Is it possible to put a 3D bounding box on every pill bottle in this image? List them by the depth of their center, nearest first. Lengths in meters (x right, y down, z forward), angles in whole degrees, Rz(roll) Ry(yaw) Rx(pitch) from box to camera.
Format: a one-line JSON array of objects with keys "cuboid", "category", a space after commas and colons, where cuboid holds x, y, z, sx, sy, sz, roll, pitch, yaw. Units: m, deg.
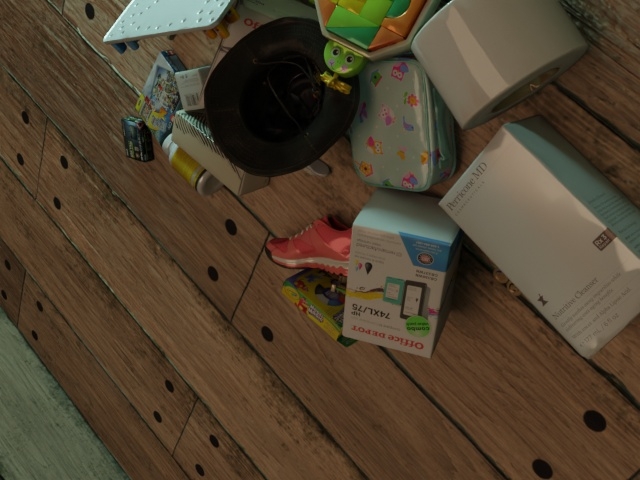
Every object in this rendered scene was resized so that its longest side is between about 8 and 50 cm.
[{"cuboid": [-0.340, -0.211, 2.116, 0.184, 0.103, 0.103, 43, 133, 22], "category": "pill bottle"}]

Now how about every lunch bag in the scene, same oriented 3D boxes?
[{"cuboid": [0.169, -0.237, 1.594, 0.224, 0.108, 0.279, 10, 116, 41], "category": "lunch bag"}]

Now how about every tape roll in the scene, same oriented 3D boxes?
[{"cuboid": [0.298, -0.320, 1.323, 0.246, 0.246, 0.169, -39, 80, 47], "category": "tape roll"}]

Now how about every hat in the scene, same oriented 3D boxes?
[{"cuboid": [-0.069, -0.287, 1.630, 0.331, 0.134, 0.331, 0, 90, 14], "category": "hat"}]

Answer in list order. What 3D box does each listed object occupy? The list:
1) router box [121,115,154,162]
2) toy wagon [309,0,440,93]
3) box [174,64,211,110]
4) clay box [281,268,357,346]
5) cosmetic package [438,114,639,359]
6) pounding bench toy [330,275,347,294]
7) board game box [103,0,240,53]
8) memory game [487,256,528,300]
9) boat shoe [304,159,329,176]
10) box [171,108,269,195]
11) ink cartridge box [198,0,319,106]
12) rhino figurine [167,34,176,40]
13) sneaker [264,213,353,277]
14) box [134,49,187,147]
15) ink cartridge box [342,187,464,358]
[{"cuboid": [-0.539, -0.298, 2.321, 0.092, 0.038, 0.122, 19, 121, 39], "category": "router box"}, {"cuboid": [0.102, -0.440, 1.479, 0.267, 0.068, 0.344, 32, 97, 20], "category": "toy wagon"}, {"cuboid": [-0.297, -0.389, 2.000, 0.101, 0.087, 0.101, 2, 109, 44], "category": "box"}, {"cuboid": [0.029, 0.153, 1.903, 0.222, 0.127, 0.053, 38, 132, 25], "category": "clay box"}, {"cuboid": [0.426, -0.016, 1.400, 0.385, 0.156, 0.217, 46, 129, 17], "category": "cosmetic package"}, {"cuboid": [0.072, 0.114, 1.873, 0.065, 0.083, 0.052, 32, 128, 32], "category": "pounding bench toy"}, {"cuboid": [-0.243, -0.563, 1.687, 0.390, 0.390, 0.050, 7, 149, 43], "category": "board game box"}, {"cuboid": [0.409, 0.037, 1.553, 0.186, 0.012, 0.186, 21, 122, 38], "category": "memory game"}, {"cuboid": [-0.017, -0.171, 1.870, 0.100, 0.035, 0.035, 28, 154, 29], "category": "boat shoe"}, {"cuboid": [-0.252, -0.234, 2.014, 0.275, 0.113, 0.094, 38, 130, 24], "category": "box"}, {"cuboid": [-0.123, -0.395, 1.733, 0.207, 0.117, 0.283, 20, 134, -14], "category": "ink cartridge box"}, {"cuboid": [-0.361, -0.629, 1.963, 0.106, 0.073, 0.243, 45, 133, 16], "category": "rhino figurine"}, {"cuboid": [0.001, 0.000, 1.894, 0.314, 0.116, 0.136, 7, 103, 36], "category": "sneaker"}, {"cuboid": [-0.417, -0.381, 2.156, 0.159, 0.044, 0.233, 54, 137, 12], "category": "box"}, {"cuboid": [0.174, 0.062, 1.626, 0.198, 0.197, 0.270, 13, 120, 15], "category": "ink cartridge box"}]
